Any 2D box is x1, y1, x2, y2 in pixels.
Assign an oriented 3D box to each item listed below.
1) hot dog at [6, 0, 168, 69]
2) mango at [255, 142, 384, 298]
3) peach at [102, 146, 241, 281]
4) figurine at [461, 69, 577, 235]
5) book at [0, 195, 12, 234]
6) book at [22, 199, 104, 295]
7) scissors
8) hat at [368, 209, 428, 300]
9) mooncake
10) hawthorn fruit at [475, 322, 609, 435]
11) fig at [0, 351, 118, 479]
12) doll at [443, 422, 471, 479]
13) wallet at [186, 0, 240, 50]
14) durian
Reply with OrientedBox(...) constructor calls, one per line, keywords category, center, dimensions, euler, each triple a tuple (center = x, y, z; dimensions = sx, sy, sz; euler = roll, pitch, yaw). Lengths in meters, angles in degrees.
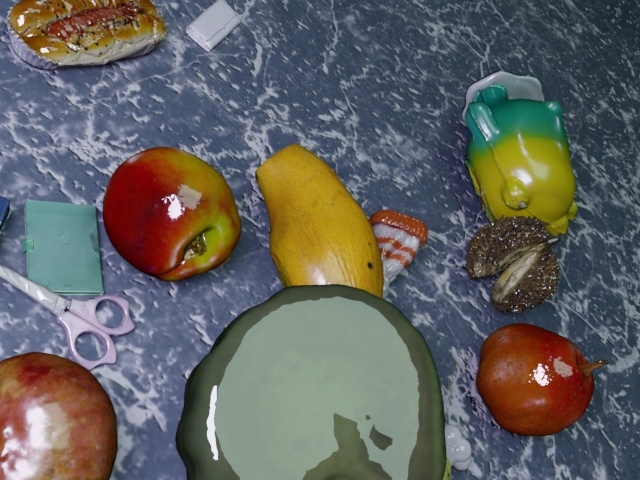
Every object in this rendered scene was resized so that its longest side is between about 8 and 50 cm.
OrientedBox(category="hot dog", center=(-0.373, -0.347, 1.174), dimensions=(0.268, 0.075, 0.144), euler=(-30, 84, -41))
OrientedBox(category="mango", center=(0.003, -0.001, 1.172), dimensions=(0.187, 0.144, 0.359), euler=(5, 57, -36))
OrientedBox(category="peach", center=(-0.215, -0.042, 1.025), dimensions=(0.197, 0.197, 0.197), euler=(18, 53, -25))
OrientedBox(category="figurine", center=(0.419, -0.176, 1.525), dimensions=(0.323, 0.231, 0.340), euler=(23, 46, -37))
OrientedBox(category="book", center=(-0.551, 0.081, 0.771), dimensions=(0.300, 0.039, 0.428), euler=(18, 53, -15))
OrientedBox(category="book", center=(-0.353, 0.011, 0.995), dimensions=(0.103, 0.017, 0.135), euler=(3, 63, -34))
OrientedBox(category="scissors", center=(-0.343, 0.082, 0.940), dimensions=(0.212, 0.021, 0.110), euler=(35, 54, -20))
OrientedBox(category="hat", center=(0.116, 0.034, 1.269), dimensions=(0.112, 0.094, 0.162), euler=(18, 55, 7))
OrientedBox(category="mooncake", center=(-0.014, 0.228, 0.945), dimensions=(0.351, 0.187, 0.351), euler=(5, 73, -16))
OrientedBox(category="hawthorn fruit", center=(0.382, 0.231, 1.237), dimensions=(0.196, 0.225, 0.197), euler=(19, 61, -37))
OrientedBox(category="fig", center=(-0.312, 0.218, 0.792), dimensions=(0.205, 0.205, 0.205), euler=(18, 53, -25))
OrientedBox(category="doll", center=(0.175, 0.345, 1.125), dimensions=(0.162, 0.062, 0.106), euler=(-34, 89, -45))
OrientedBox(category="wallet", center=(-0.200, -0.406, 1.371), dimensions=(0.061, 0.025, 0.122), euler=(44, 46, -13))
OrientedBox(category="durian", center=(0.380, 0.039, 1.391), dimensions=(0.196, 0.167, 0.196), euler=(0, 91, -13))
